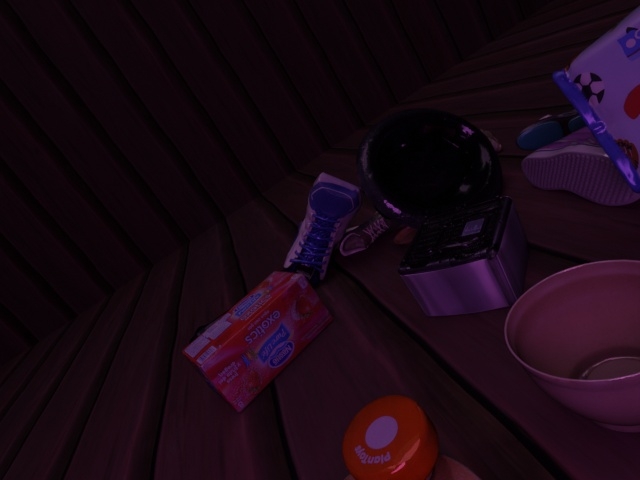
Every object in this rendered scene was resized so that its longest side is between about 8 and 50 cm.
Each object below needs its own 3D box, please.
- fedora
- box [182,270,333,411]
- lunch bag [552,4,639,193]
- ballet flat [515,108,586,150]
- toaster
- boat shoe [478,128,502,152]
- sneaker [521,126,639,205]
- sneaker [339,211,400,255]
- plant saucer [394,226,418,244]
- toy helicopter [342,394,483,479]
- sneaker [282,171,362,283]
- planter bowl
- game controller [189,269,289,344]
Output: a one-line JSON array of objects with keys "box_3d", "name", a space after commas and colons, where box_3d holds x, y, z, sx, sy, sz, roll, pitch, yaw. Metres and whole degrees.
[{"box_3d": [0.230, -0.136, 0.999, 0.334, 0.334, 0.152, -41, -13, -23], "name": "fedora"}, {"box_3d": [-0.120, 0.184, 0.867, 0.257, 0.122, 0.128, -41, 20, -25], "name": "box"}, {"box_3d": [0.558, -0.253, 0.570, 0.386, 0.238, 0.328, -14, -17, -36], "name": "lunch bag"}, {"box_3d": [0.545, -0.259, 0.999, 0.203, 0.074, 0.074, -17, 23, 24], "name": "ballet flat"}, {"box_3d": [0.231, 0.028, 0.710, 0.168, 0.110, 0.185, -18, 23, 39], "name": "toaster"}, {"box_3d": [0.457, -0.272, 1.221, 0.153, 0.048, 0.056, -73, -1, -69], "name": "boat shoe"}, {"box_3d": [0.492, -0.152, 0.766, 0.161, 0.102, 0.282, -29, 18, 1], "name": "sneaker"}, {"box_3d": [0.123, -0.017, 1.083, 0.192, 0.064, 0.086, -29, 18, 31], "name": "sneaker"}, {"box_3d": [0.208, -0.012, 1.005, 0.084, 0.015, 0.083, -29, 19, 11], "name": "plant saucer"}, {"box_3d": [0.096, 0.273, 0.276, 0.235, 0.140, 0.355, -42, 23, -21], "name": "toy helicopter"}, {"box_3d": [0.000, 0.001, 1.064, 0.315, 0.128, 0.182, 117, 171, -57], "name": "sneaker"}, {"box_3d": [0.279, 0.109, 0.426, 0.162, 0.109, 0.162, -30, 19, 11], "name": "planter bowl"}, {"box_3d": [-0.187, 0.180, 1.118, 0.319, 0.067, 0.166, -34, 4, -5], "name": "game controller"}]
